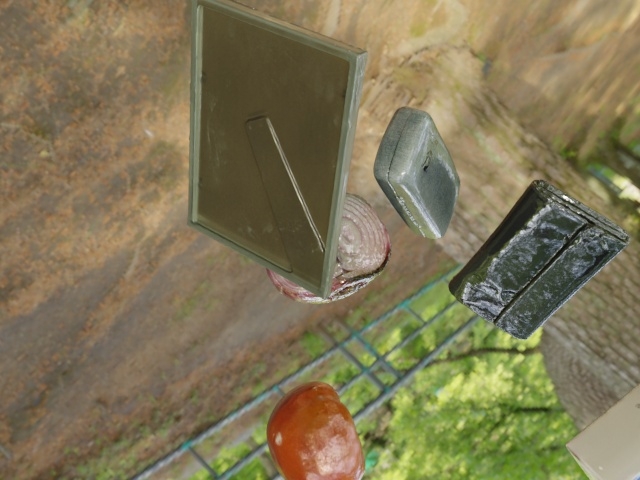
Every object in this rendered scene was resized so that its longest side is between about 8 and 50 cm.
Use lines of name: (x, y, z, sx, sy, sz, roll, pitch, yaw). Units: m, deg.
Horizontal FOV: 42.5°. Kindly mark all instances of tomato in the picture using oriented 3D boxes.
tomato: (-0.017, 0.420, 1.735, 0.180, 0.259, 0.260, -20, 155, -18)

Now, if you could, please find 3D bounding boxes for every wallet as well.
wallet: (0.455, 0.054, 1.781, 0.062, 0.228, 0.406, -51, 173, -39)

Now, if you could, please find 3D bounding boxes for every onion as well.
onion: (0.007, 0.030, 1.840, 0.256, 0.272, 0.230, 21, 137, -35)

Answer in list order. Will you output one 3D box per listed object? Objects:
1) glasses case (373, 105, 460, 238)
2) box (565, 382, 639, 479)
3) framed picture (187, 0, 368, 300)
glasses case: (0.173, -0.106, 1.419, 0.131, 0.074, 0.323, -70, 156, -11)
box: (0.490, 0.269, 1.070, 0.274, 0.203, 0.116, -38, -152, -2)
framed picture: (-0.089, -0.147, 1.345, 0.028, 0.326, 0.446, -34, 143, -44)
